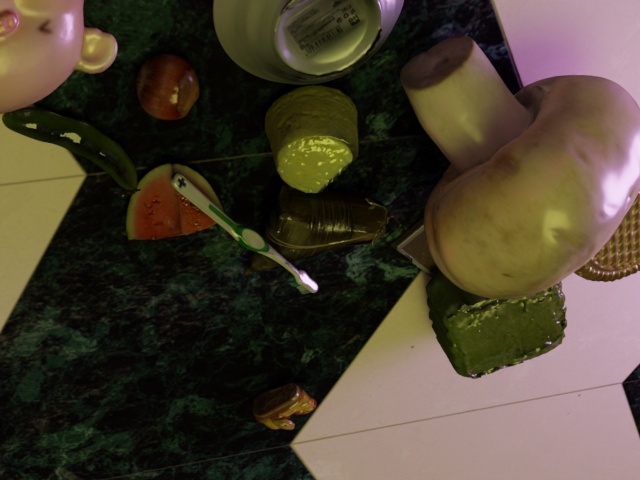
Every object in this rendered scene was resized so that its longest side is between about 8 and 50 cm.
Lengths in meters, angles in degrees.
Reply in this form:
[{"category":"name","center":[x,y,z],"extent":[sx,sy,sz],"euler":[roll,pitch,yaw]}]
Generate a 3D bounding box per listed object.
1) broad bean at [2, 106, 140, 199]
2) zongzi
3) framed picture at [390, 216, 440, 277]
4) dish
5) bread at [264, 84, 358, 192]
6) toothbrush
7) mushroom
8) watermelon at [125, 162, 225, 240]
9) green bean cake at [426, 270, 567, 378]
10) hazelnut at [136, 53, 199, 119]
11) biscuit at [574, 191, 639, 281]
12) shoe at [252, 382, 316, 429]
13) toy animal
[{"category":"broad bean","center":[-0.313,-0.121,1.625],"extent":[0.069,0.039,0.227],"euler":[-40,131,15]},{"category":"zongzi","center":[0.000,0.000,1.841],"extent":[0.187,0.084,0.184],"euler":[7,138,-21]},{"category":"framed picture","center":[0.276,0.008,2.006],"extent":[0.211,0.020,0.289],"euler":[-41,134,16]},{"category":"dish","center":[0.000,-0.286,1.571],"extent":[0.260,0.085,0.260],"euler":[-12,134,-13]},{"category":"bread","center":[-0.014,-0.141,1.680],"extent":[0.111,0.114,0.129],"euler":[22,127,-31]},{"category":"toothbrush","center":[-0.103,-0.007,1.748],"extent":[0.030,0.030,0.304],"euler":[-38,128,14]},{"category":"mushroom","center":[0.285,-0.096,1.691],"extent":[0.353,0.325,0.353],"euler":[-15,125,-23]},{"category":"watermelon","center":[-0.207,-0.030,1.714],"extent":[0.135,0.094,0.125],"euler":[-36,135,9]},{"category":"green bean cake","center":[0.289,0.116,2.019],"extent":[0.214,0.113,0.200],"euler":[-22,135,-3]},{"category":"hazelnut","center":[-0.195,-0.196,1.586],"extent":[0.086,0.086,0.086],"euler":[-12,134,-12]},{"category":"biscuit","center":[0.481,-0.048,1.988],"extent":[0.259,0.079,0.259],"euler":[-15,132,-17]},{"category":"shoe","center":[-0.061,0.283,2.084],"extent":[0.069,0.072,0.109],"euler":[32,114,-35]},{"category":"toy animal","center":[-0.396,-0.245,1.300],"extent":[0.345,0.246,0.277],"euler":[-11,157,-12]}]
